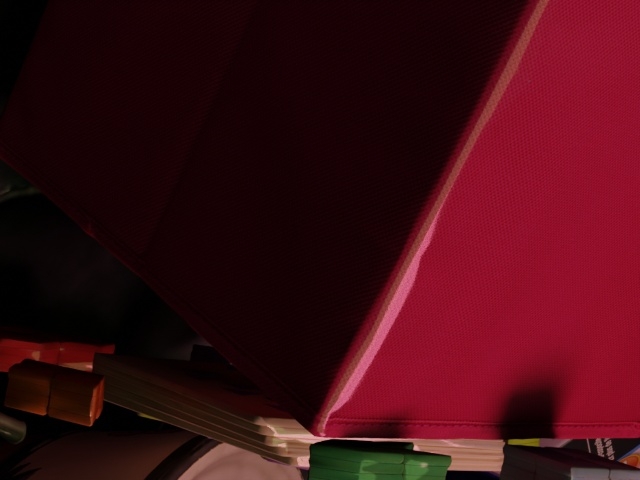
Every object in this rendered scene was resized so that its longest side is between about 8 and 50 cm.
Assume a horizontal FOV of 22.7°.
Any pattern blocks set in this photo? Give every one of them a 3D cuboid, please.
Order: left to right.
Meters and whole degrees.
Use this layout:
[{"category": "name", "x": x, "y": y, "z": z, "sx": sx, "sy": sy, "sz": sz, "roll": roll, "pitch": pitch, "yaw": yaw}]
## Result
[{"category": "pattern blocks set", "x": -0.018, "y": 0.083, "z": 0.764, "sx": 0.286, "sy": 0.325, "sz": 0.026, "roll": 8, "pitch": 91, "yaw": -24}]

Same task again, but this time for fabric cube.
[{"category": "fabric cube", "x": 0.052, "y": -0.085, "z": 0.726, "sx": 0.254, "sy": 0.259, "sz": 0.258, "roll": 6, "pitch": 114, "yaw": -49}]

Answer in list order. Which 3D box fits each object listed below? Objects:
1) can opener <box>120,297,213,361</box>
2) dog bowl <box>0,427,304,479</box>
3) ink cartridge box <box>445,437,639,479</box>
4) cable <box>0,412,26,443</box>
[{"category": "can opener", "x": 0.000, "y": 0.000, "z": 0.952, "sx": 0.280, "sy": 0.074, "sz": 0.093, "roll": -49, "pitch": 146, "yaw": 3}, {"category": "dog bowl", "x": -0.144, "y": 0.290, "z": 0.894, "sx": 0.408, "sy": 0.150, "sz": 0.407, "roll": 11, "pitch": 90, "yaw": -70}, {"category": "ink cartridge box", "x": 0.241, "y": 0.170, "z": 1.386, "sx": 0.371, "sy": 0.069, "sz": 0.175, "roll": -31, "pitch": 144, "yaw": -8}, {"category": "cable", "x": -0.267, "y": 0.055, "z": 0.719, "sx": 0.139, "sy": 0.072, "sz": 0.287, "roll": -35, "pitch": 126, "yaw": 4}]
